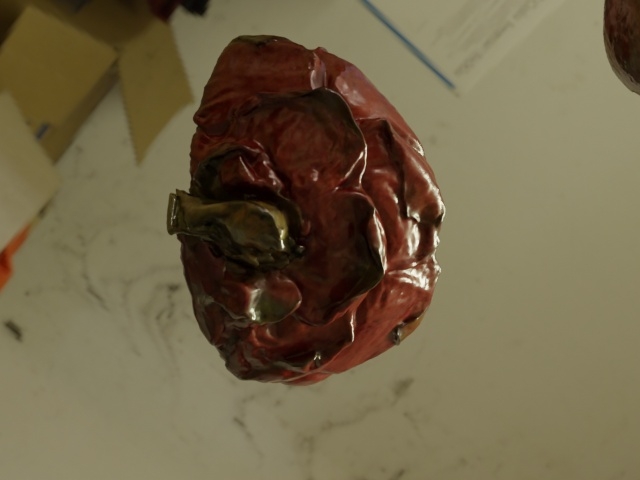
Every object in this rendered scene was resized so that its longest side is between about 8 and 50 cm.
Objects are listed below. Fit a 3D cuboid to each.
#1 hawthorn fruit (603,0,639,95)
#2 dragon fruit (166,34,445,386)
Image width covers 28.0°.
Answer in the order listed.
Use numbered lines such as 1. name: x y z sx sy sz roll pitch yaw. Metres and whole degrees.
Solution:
1. hawthorn fruit: 0.260 -0.157 0.794 0.173 0.173 0.173 -49 -171 11
2. dragon fruit: 0.000 0.000 1.028 0.152 0.317 0.205 -4 -154 35
